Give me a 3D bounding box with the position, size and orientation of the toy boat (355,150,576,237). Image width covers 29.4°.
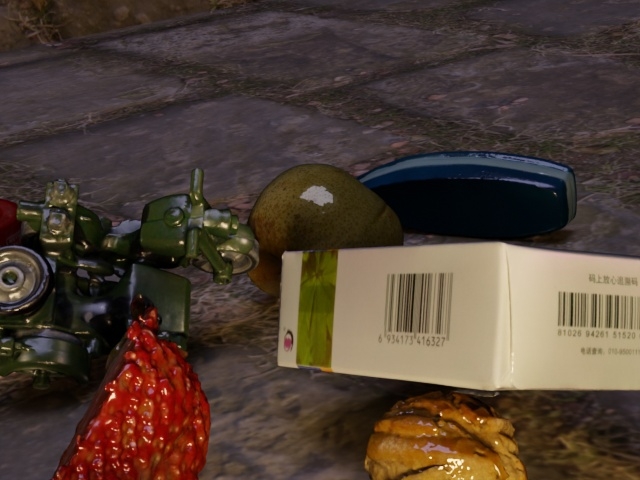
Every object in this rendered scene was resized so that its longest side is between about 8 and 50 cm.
[{"bbox_3d":[0.161,-0.054,1.497,0.299,0.096,0.062,3,30,24],"label":"toy boat"}]

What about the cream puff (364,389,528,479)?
[{"bbox_3d":[0.092,0.162,0.899,0.119,0.104,0.133,1,1,-1],"label":"cream puff"}]

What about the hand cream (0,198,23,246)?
[{"bbox_3d":[-0.407,0.035,1.326,0.193,0.125,0.193,-3,18,1],"label":"hand cream"}]

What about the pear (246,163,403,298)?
[{"bbox_3d":[0.000,0.000,1.294,0.167,0.167,0.136,16,41,43],"label":"pear"}]

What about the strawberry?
[{"bbox_3d":[-0.140,0.163,0.933,0.106,0.175,0.236,25,58,-6],"label":"strawberry"}]

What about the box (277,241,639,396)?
[{"bbox_3d":[0.124,0.061,0.979,0.200,0.106,0.299,5,-4,-32],"label":"box"}]

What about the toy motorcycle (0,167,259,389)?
[{"bbox_3d":[-0.193,0.043,1.184,0.275,0.127,0.205,5,62,-10],"label":"toy motorcycle"}]
